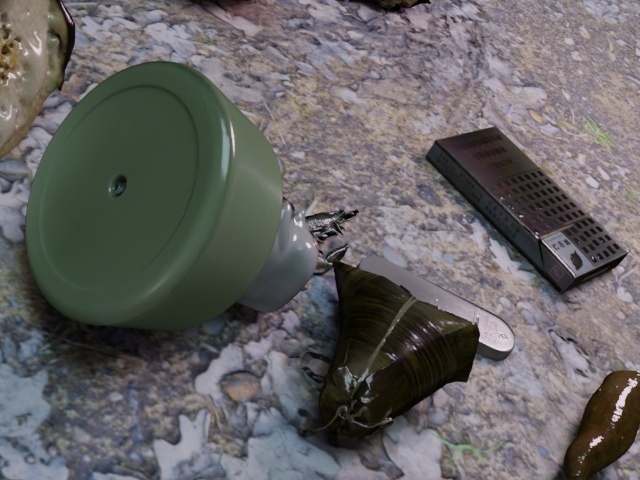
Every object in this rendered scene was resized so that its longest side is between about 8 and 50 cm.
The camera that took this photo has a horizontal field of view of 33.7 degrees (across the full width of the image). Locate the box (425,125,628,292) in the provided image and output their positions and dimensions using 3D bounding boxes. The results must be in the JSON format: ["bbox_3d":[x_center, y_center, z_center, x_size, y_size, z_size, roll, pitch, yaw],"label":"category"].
[{"bbox_3d":[0.339,-0.060,1.737,0.180,0.047,0.325,-17,56,-45],"label":"box"}]

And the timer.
[{"bbox_3d":[-0.123,-0.013,1.209,0.315,0.291,0.290,26,28,-50],"label":"timer"}]

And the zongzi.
[{"bbox_3d":[0.030,0.123,1.267,0.241,0.111,0.248,30,37,31],"label":"zongzi"}]

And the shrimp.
[{"bbox_3d":[0.000,0.000,1.439,0.161,0.034,0.091,-24,73,-42],"label":"shrimp"}]

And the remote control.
[{"bbox_3d":[0.157,0.092,1.445,0.245,0.022,0.077,27,38,-6],"label":"remote control"}]

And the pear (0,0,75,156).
[{"bbox_3d":[-0.436,-0.237,1.267,0.178,0.266,0.267,17,34,11],"label":"pear"}]

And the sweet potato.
[{"bbox_3d":[0.365,0.249,1.370,0.077,0.077,0.244,38,46,10],"label":"sweet potato"}]

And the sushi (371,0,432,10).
[{"bbox_3d":[0.109,-0.573,2.061,0.350,0.211,0.170,5,47,-24],"label":"sushi"}]
